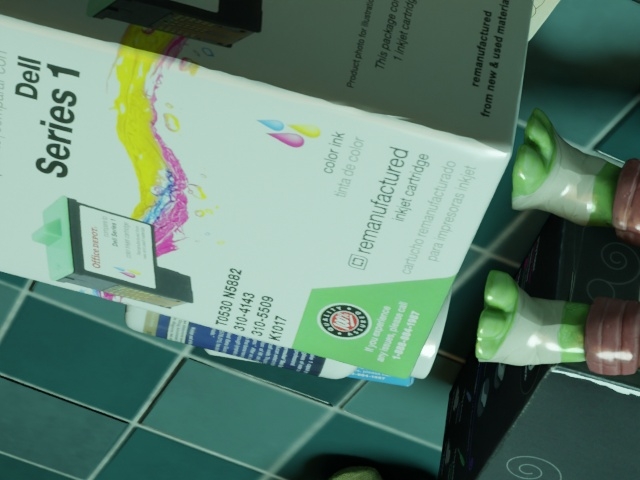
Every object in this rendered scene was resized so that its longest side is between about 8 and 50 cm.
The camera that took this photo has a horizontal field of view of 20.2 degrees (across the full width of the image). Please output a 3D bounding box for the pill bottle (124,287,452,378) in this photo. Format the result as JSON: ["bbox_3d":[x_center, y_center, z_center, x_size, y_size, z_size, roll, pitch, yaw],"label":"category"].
[{"bbox_3d":[-0.016,0.023,0.991,0.169,0.094,0.094,14,145,-2],"label":"pill bottle"}]

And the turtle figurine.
[{"bbox_3d":[0.219,0.025,0.908,0.266,0.275,0.198,12,116,10],"label":"turtle figurine"}]

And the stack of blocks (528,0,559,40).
[{"bbox_3d":[0.037,-0.167,0.858,0.171,0.087,0.297,20,144,-11],"label":"stack of blocks"}]

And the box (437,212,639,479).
[{"bbox_3d":[0.185,0.111,1.147,0.165,0.143,0.270,15,144,-4],"label":"box"}]

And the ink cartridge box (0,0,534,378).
[{"bbox_3d":[-0.061,-0.060,0.855,0.278,0.117,0.201,15,144,-2],"label":"ink cartridge box"}]

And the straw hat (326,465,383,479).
[{"bbox_3d":[0.023,0.210,1.399,0.144,0.144,0.061,-28,86,42],"label":"straw hat"}]

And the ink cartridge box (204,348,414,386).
[{"bbox_3d":[0.000,0.000,1.104,0.139,0.082,0.191,9,143,5],"label":"ink cartridge box"}]
